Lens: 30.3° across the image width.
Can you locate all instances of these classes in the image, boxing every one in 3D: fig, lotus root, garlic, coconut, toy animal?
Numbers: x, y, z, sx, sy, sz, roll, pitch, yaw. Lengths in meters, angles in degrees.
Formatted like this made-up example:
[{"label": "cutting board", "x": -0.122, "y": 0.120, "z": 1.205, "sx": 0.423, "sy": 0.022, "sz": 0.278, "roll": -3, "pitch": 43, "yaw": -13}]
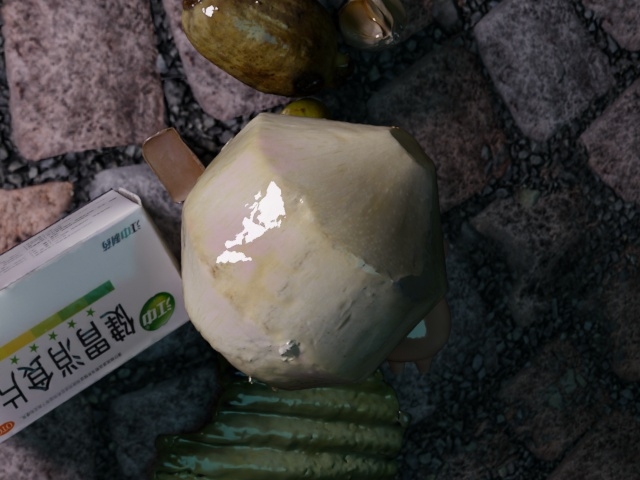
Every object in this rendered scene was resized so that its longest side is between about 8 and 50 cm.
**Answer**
[{"label": "fig", "x": -0.020, "y": -0.149, "z": 1.615, "sx": 0.084, "sy": 0.098, "sz": 0.082, "roll": -15, "pitch": 108, "yaw": -11}, {"label": "lotus root", "x": -0.062, "y": -0.270, "z": 1.555, "sx": 0.260, "sy": 0.128, "sz": 0.145, "roll": 25, "pitch": 80, "yaw": -27}, {"label": "garlic", "x": 0.075, "y": -0.300, "z": 1.639, "sx": 0.113, "sy": 0.074, "sz": 0.094, "roll": -29, "pitch": 76, "yaw": -22}, {"label": "coconut", "x": 0.000, "y": 0.000, "z": 1.473, "sx": 0.352, "sy": 0.352, "sz": 0.353, "roll": -5, "pitch": 103, "yaw": -23}, {"label": "toy animal", "x": 0.109, "y": 0.071, "z": 1.682, "sx": 0.165, "sy": 0.149, "sz": 0.248, "roll": -11, "pitch": 104, "yaw": 14}]

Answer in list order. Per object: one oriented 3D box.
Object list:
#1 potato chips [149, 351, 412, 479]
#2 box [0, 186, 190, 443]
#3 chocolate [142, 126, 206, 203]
[{"label": "potato chips", "x": -0.036, "y": 0.330, "z": 1.711, "sx": 0.389, "sy": 0.097, "sz": 0.373, "roll": 33, "pitch": 81, "yaw": -25}, {"label": "box", "x": -0.333, "y": 0.088, "z": 1.502, "sx": 0.333, "sy": 0.145, "sz": 0.173, "roll": -33, "pitch": 114, "yaw": -15}, {"label": "chocolate", "x": -0.195, "y": -0.103, "z": 1.584, "sx": 0.064, "sy": 0.031, "sz": 0.101, "roll": -35, "pitch": 110, "yaw": 6}]
